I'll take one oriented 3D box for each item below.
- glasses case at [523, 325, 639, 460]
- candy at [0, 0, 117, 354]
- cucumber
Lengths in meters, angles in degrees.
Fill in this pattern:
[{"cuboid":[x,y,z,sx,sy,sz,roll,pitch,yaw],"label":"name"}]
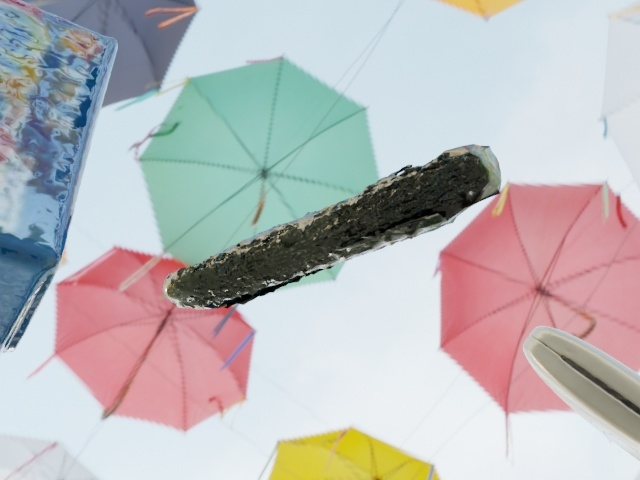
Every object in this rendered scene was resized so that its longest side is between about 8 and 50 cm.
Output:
[{"cuboid":[0.221,0.122,0.822,0.049,0.197,0.076,-50,-49,-1],"label":"glasses case"},{"cuboid":[-0.260,-0.072,0.524,0.306,0.157,0.100,22,-44,-20],"label":"candy"},{"cuboid":[0.000,0.000,0.748,0.257,0.043,0.044,-22,-99,27],"label":"cucumber"}]
